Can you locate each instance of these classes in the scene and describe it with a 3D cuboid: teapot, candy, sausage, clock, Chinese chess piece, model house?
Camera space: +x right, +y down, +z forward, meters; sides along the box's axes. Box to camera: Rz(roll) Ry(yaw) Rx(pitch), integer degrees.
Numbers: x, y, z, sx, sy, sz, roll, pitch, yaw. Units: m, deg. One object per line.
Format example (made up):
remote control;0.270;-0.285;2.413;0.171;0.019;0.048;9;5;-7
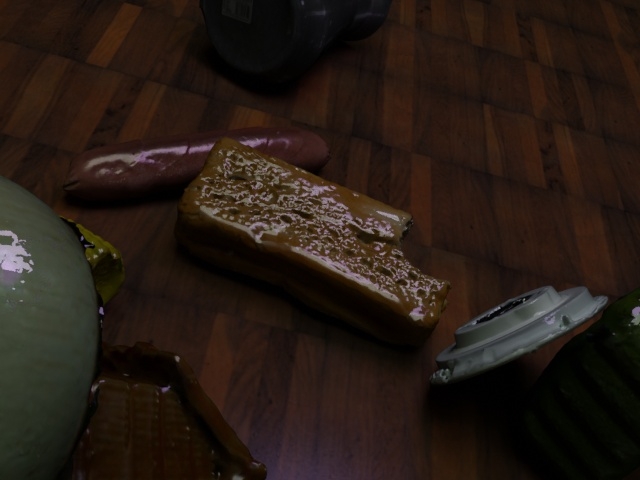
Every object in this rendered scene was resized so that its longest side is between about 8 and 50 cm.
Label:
teapot;-0.053;-0.431;1.658;0.300;0.253;0.344;2;19;33
candy;-0.332;0.012;1.091;0.198;0.094;0.106;31;75;28
sausage;-0.163;-0.116;1.322;0.433;0.088;0.088;-9;46;-31
clock;0.229;0.104;1.101;0.236;0.236;0.053;-21;83;-39
Chinese chess piece;-0.342;0.105;0.780;0.146;0.349;0.349;27;22;-48
model house;-0.196;0.202;0.873;0.229;0.199;0.220;20;70;-43

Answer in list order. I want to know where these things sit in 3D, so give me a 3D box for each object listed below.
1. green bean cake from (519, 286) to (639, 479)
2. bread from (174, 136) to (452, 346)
green bean cake;0.374;0.158;1.058;0.246;0.250;0.156;-20;63;-40
bread;0.000;0.000;1.215;0.380;0.109;0.185;24;52;6
